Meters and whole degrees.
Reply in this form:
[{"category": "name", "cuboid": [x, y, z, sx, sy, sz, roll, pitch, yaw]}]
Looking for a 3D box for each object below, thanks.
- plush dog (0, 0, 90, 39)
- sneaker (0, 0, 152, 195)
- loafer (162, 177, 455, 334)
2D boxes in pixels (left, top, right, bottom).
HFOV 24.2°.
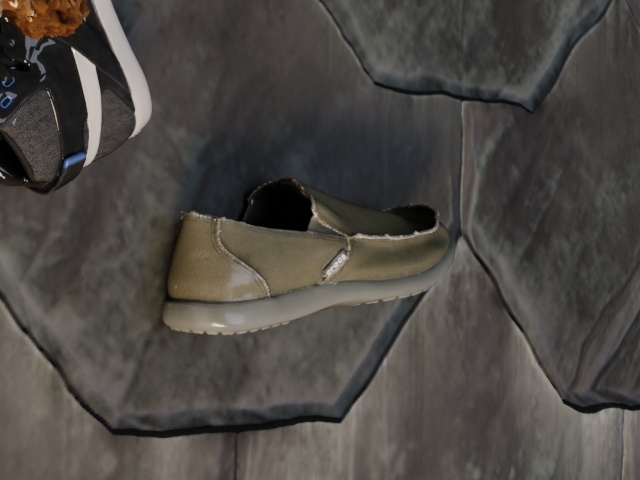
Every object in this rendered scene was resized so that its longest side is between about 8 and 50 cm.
[{"category": "plush dog", "cuboid": [-0.230, -0.115, 0.635, 0.262, 0.225, 0.210, -38, 134, -42]}, {"category": "sneaker", "cuboid": [-0.178, -0.125, 0.829, 0.121, 0.079, 0.217, -47, 123, -39]}, {"category": "loafer", "cuboid": [0.000, 0.000, 1.007, 0.251, 0.094, 0.087, -14, 103, -47]}]
